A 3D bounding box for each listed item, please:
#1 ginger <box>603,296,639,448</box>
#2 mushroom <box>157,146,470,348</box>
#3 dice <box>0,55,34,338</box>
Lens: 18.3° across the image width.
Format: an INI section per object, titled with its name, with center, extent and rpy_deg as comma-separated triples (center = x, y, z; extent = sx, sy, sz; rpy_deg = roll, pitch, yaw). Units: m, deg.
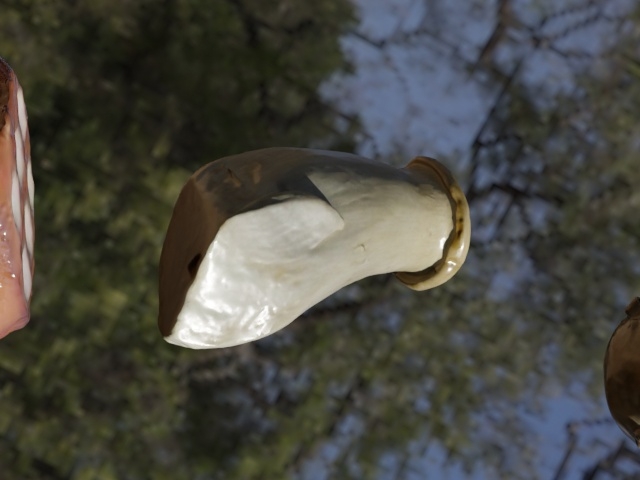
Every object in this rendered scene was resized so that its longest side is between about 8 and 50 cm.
[ginger]
center = 0.358, 0.158, 1.445
extent = 0.176, 0.375, 0.256
rpy_deg = -25, -112, 39
[mushroom]
center = -0.008, -0.007, 1.203
extent = 0.247, 0.108, 0.096
rpy_deg = -13, 149, -47
[dice]
center = -0.286, -0.032, 1.359
extent = 0.175, 0.179, 0.174
rpy_deg = -90, 178, -55
